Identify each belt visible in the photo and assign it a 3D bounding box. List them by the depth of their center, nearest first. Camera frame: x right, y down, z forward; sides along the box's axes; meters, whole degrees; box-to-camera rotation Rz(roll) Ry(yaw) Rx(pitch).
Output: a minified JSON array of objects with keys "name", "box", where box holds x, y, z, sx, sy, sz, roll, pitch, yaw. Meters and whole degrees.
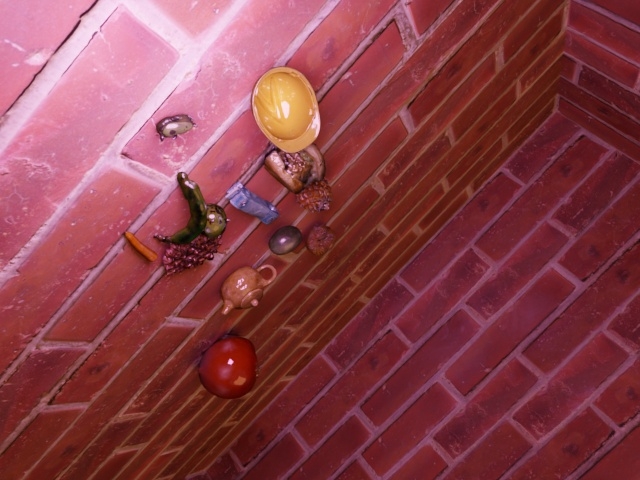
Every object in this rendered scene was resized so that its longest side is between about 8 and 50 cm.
[{"name":"belt","box":[-0.251,-0.134,1.763,0.072,0.087,0.302,-35,156,11]}]

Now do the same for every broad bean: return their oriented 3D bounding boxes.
[{"name":"broad bean","box":[-0.438,-0.084,1.536,0.144,0.049,0.291,21,122,-16]}]

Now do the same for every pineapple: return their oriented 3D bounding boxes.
[{"name":"pineapple","box":[-0.005,-0.176,1.993,0.161,0.137,0.176,-47,155,8]}]

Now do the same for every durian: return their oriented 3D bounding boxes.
[{"name":"durian","box":[0.000,0.000,2.284,0.158,0.137,0.168,-63,165,-8]}]

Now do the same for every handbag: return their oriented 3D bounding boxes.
[{"name":"handbag","box":[-0.398,-0.318,1.304,0.111,0.047,0.072,-25,150,-31]}]

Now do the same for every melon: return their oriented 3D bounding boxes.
[{"name":"melon","box":[-0.150,-0.003,2.075,0.167,0.114,0.114,-34,153,-14]}]

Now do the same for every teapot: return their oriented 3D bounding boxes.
[{"name":"teapot","box":[-0.320,0.225,2.109,0.311,0.167,0.203,-35,153,-19]}]

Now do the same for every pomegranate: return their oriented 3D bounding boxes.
[{"name":"pomegranate","box":[-0.396,-0.064,1.634,0.162,0.122,0.122,-14,151,-1]}]

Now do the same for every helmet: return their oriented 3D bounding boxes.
[{"name":"helmet","box":[-0.125,-0.406,1.445,0.205,0.140,0.256,-37,125,-12]}]

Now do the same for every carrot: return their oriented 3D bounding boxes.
[{"name":"carrot","box":[-0.593,0.021,1.551,0.037,0.037,0.190,-40,153,-9]}]

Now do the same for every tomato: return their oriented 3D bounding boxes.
[{"name":"tomato","box":[-0.471,0.651,2.419,0.322,0.321,0.321,-34,153,-20]}]

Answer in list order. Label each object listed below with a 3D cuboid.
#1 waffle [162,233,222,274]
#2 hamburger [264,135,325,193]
[{"name":"waffle","box":[-0.467,0.039,1.730,0.234,0.055,0.221,-21,155,-32]},{"name":"hamburger","box":[-0.078,-0.259,1.632,0.167,0.192,0.288,-48,-175,-4]}]
